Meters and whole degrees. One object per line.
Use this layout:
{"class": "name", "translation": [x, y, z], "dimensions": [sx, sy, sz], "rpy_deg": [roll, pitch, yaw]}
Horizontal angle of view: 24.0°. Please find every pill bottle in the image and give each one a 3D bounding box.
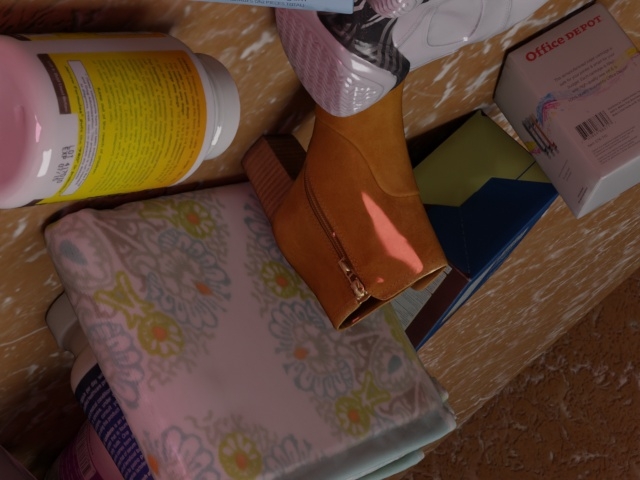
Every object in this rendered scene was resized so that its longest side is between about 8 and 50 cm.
{"class": "pill bottle", "translation": [-0.259, 0.314, 1.907], "dimensions": [0.169, 0.169, 0.301], "rpy_deg": [-18, 157, -42]}
{"class": "pill bottle", "translation": [-0.157, -0.090, 1.072], "dimensions": [0.215, 0.117, 0.117], "rpy_deg": [-11, 152, -51]}
{"class": "pill bottle", "translation": [-0.155, 0.156, 1.501], "dimensions": [0.153, 0.264, 0.153], "rpy_deg": [-32, 164, -10]}

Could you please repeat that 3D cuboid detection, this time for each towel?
{"class": "towel", "translation": [-0.057, 0.100, 1.432], "dimensions": [0.090, 0.320, 0.374], "rpy_deg": [-40, 163, 36]}

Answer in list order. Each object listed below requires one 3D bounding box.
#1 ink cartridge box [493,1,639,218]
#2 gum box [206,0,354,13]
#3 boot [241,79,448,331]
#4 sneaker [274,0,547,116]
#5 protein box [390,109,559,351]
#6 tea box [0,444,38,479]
{"class": "ink cartridge box", "translation": [0.295, -0.143, 1.658], "dimensions": [0.128, 0.176, 0.127], "rpy_deg": [-30, 165, -11]}
{"class": "gum box", "translation": [-0.053, -0.207, 0.931], "dimensions": [0.157, 0.041, 0.184], "rpy_deg": [5, 160, 2]}
{"class": "boot", "translation": [0.061, -0.067, 1.375], "dimensions": [0.104, 0.211, 0.295], "rpy_deg": [-14, 154, -49]}
{"class": "sneaker", "translation": [0.090, -0.235, 1.113], "dimensions": [0.210, 0.137, 0.366], "rpy_deg": [-30, 167, -18]}
{"class": "protein box", "translation": [0.142, -0.004, 1.744], "dimensions": [0.200, 0.136, 0.201], "rpy_deg": [-42, 170, -34]}
{"class": "tea box", "translation": [-0.441, 0.458, 1.682], "dimensions": [0.329, 0.220, 0.323], "rpy_deg": [-40, -167, 16]}
